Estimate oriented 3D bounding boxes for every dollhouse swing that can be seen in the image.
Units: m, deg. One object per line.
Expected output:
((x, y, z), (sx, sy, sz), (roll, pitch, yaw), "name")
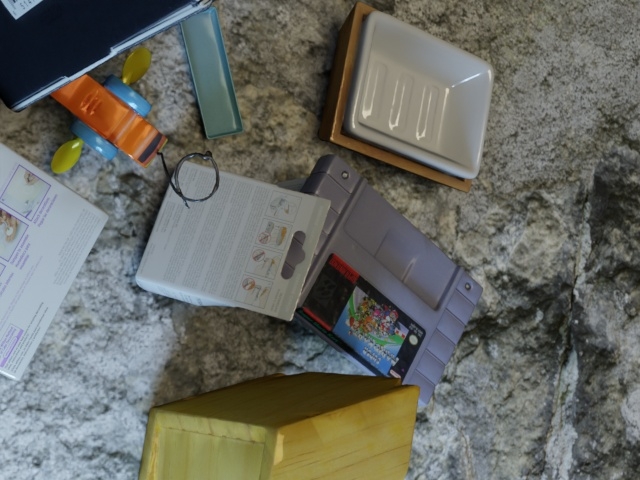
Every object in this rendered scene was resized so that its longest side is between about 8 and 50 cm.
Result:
((-0.054, 0.360, 1.499), (0.315, 0.346, 0.305), (-11, 92, -35), "dollhouse swing")

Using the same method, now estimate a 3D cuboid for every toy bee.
((-0.279, -0.147, 1.522), (0.195, 0.162, 0.298), (-31, 90, -4), "toy bee")

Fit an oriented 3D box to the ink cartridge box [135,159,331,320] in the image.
((-0.121, 0.005, 1.575), (0.232, 0.066, 0.189), (16, 73, 7), "ink cartridge box")

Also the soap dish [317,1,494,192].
((0.137, -0.222, 1.813), (0.290, 0.118, 0.229), (18, 77, -33), "soap dish")

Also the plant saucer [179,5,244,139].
((-0.164, -0.248, 1.667), (0.067, 0.018, 0.192), (-16, 95, -34), "plant saucer")

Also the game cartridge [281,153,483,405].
((0.081, 0.067, 1.681), (0.355, 0.068, 0.230), (40, 62, -27), "game cartridge")

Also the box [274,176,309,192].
((0.000, 0.000, 1.719), (0.130, 0.091, 0.171), (8, 82, -34), "box")

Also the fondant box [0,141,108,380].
((-0.445, -0.011, 1.330), (0.330, 0.096, 0.238), (38, 72, -41), "fondant box")

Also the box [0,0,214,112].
((-0.185, -0.435, 1.278), (0.472, 0.479, 0.297), (-46, 110, -32), "box")
